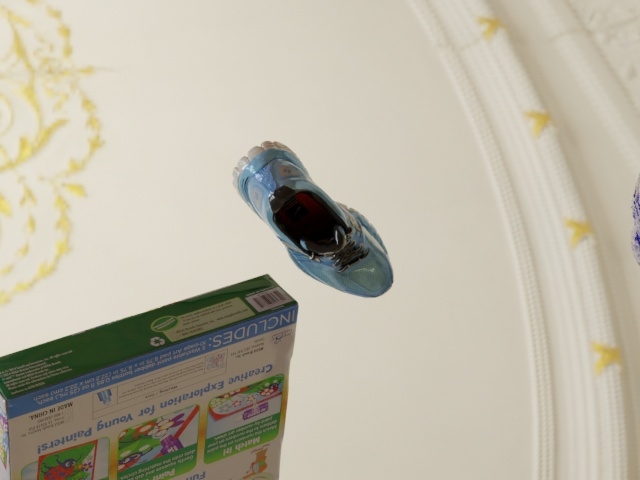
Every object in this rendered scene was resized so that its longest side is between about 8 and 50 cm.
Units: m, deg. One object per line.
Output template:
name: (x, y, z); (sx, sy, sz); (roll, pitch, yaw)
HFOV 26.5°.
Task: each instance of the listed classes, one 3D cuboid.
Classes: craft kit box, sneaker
craft kit box: (-0.141, 0.168, 1.088); (0.250, 0.246, 0.061); (-16, -142, -31)
sneaker: (0.000, 0.000, 0.988); (0.162, 0.063, 0.073); (41, -171, -36)

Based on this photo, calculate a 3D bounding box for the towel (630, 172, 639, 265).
towel: (0.294, 0.003, 0.780); (0.228, 0.308, 0.076); (0, -97, 13)
